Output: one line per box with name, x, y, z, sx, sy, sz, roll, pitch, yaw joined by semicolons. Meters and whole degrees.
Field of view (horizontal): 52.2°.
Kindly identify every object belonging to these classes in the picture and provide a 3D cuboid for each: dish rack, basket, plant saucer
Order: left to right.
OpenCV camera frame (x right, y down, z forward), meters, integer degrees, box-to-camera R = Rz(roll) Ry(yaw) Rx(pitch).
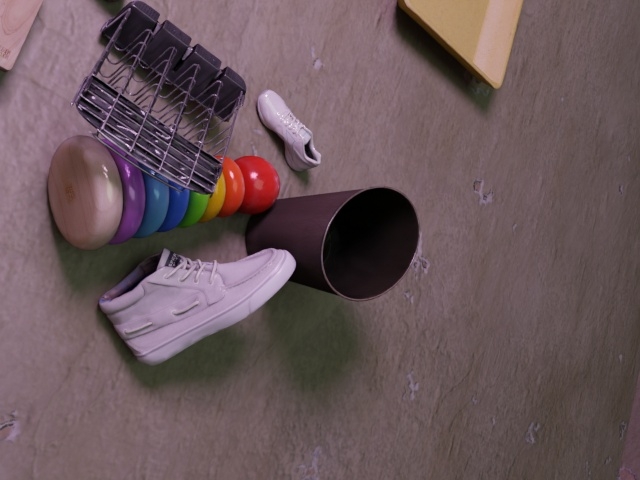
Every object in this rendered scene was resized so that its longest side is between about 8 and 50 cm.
dish rack;-0.197;-0.171;0.817;0.208;0.074;0.272;33;40;-26
basket;0.000;0.000;0.996;0.204;0.226;0.154;-27;109;-38
plant saucer;0.284;-0.523;1.323;0.332;0.081;0.333;27;75;-39

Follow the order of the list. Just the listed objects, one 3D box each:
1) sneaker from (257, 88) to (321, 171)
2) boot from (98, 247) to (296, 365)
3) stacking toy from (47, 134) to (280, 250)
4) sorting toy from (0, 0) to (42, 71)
sneaker;-0.045;-0.181;1.059;0.054;0.061;0.152;-48;120;-27
boot;-0.168;0.058;0.879;0.258;0.095;0.123;-32;114;1
stacking toy;-0.189;-0.076;0.901;0.330;0.141;0.141;-11;99;-47
sorting toy;-0.396;-0.286;0.745;0.132;0.046;0.275;29;68;-39
